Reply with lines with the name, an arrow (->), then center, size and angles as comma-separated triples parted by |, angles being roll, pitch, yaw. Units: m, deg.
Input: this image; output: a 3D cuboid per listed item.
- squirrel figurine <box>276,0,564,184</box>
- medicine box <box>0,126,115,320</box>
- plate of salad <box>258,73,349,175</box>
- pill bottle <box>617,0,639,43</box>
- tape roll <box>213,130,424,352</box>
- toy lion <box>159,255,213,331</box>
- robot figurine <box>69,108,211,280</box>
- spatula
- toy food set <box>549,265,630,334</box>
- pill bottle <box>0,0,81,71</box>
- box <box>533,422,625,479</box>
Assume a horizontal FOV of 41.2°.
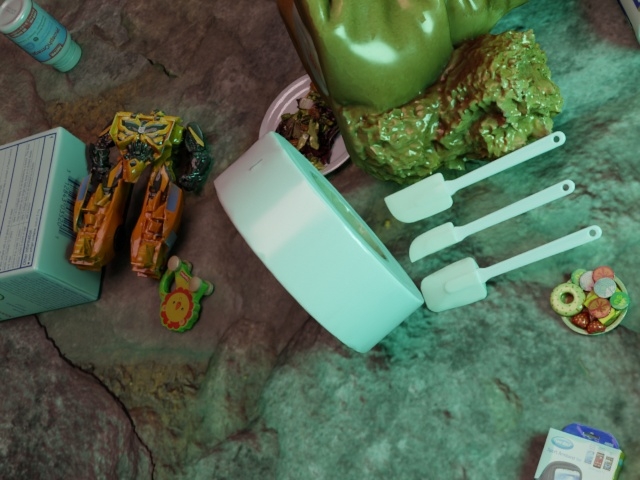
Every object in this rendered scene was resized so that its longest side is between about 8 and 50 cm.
squirrel figurine -> 0.172, -0.280, 1.139 | 0.370, 0.281, 0.397 | -23, 85, -4
medicine box -> -0.519, -0.018, 1.458 | 0.289, 0.149, 0.263 | -12, 61, 26
plate of salad -> -0.015, -0.184, 1.305 | 0.199, 0.048, 0.200 | -13, 61, 24
pill bottle -> 0.425, -0.342, 1.082 | 0.112, 0.112, 0.187 | -24, 57, 19
tape roll -> 0.000, 0.000, 1.056 | 0.100, 0.286, 0.286 | -41, 53, 7
toy lion -> -0.216, 0.087, 1.303 | 0.100, 0.034, 0.096 | 39, 97, 38
robot figurine -> -0.295, -0.087, 1.376 | 0.211, 0.085, 0.291 | 6, 71, 9
spatula -> 0.213, -0.022, 1.056 | 0.242, 0.019, 0.168 | -23, 81, 25
toy food set -> 0.318, 0.070, 0.998 | 0.082, 0.020, 0.083 | -42, 52, 6
pill bottle -> -0.544, -0.398, 1.654 | 0.087, 0.160, 0.087 | -13, 61, 25
box -> 0.274, 0.266, 0.923 | 0.081, 0.028, 0.136 | 12, 75, 35
